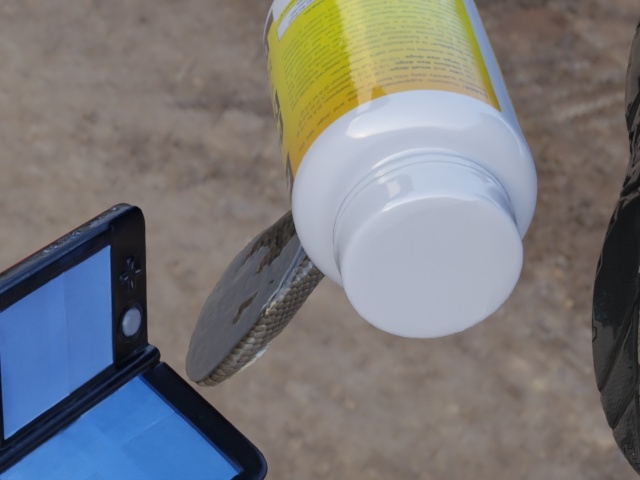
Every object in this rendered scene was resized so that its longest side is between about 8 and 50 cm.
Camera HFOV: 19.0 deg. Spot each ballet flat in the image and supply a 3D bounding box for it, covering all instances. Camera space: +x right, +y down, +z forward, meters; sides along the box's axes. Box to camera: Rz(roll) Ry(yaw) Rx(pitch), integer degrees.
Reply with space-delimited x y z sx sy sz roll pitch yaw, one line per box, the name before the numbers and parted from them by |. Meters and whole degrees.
ballet flat | 0.000 0.000 1.253 0.058 0.250 0.084 34 5 -30

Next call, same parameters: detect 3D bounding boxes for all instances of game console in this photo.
game console | -0.090 0.068 0.830 0.085 0.124 0.144 14 28 26

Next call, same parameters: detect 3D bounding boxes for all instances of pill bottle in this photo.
pill bottle | 0.038 -0.051 0.938 0.117 0.117 0.215 24 30 -23

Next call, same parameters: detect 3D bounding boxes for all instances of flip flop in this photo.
flip flop | 0.176 -0.024 0.834 0.080 0.112 0.277 15 58 -9
